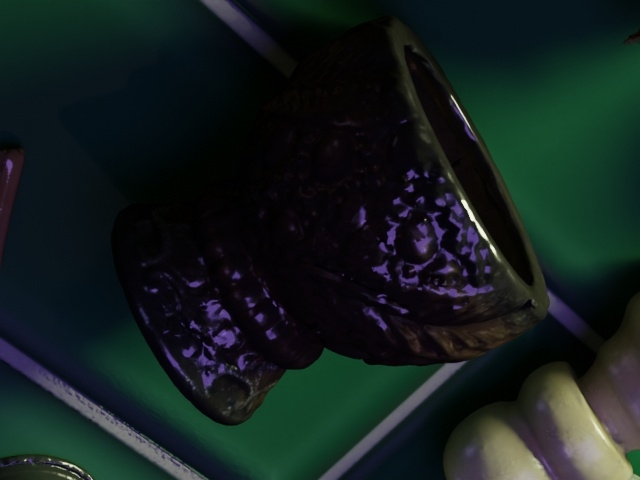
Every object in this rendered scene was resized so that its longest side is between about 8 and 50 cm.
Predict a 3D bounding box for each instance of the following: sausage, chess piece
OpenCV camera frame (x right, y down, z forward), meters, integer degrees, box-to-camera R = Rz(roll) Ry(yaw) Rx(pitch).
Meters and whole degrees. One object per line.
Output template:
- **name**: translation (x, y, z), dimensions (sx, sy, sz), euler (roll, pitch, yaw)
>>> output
- **sausage**: translation (-0.251, -0.021, 1.473), dimensions (0.026, 0.026, 0.116), euler (6, 118, -22)
- **chess piece**: translation (0.249, 0.158, 1.687), dimensions (0.299, 0.167, 0.167), euler (-31, 126, 7)

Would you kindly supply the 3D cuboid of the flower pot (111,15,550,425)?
- **flower pot**: translation (0.000, 0.000, 1.443), dimensions (0.267, 0.267, 0.266), euler (-27, 126, 12)

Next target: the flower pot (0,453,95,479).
- **flower pot**: translation (-0.248, 0.274, 1.612), dimensions (0.157, 0.107, 0.157), euler (-9, 121, -14)

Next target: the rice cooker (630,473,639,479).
- **rice cooker**: translation (0.280, 0.310, 1.804), dimensions (0.145, 0.127, 0.206), euler (-32, 134, 1)

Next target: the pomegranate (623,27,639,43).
- **pomegranate**: translation (0.343, -0.211, 1.452), dimensions (0.210, 0.210, 0.235), euler (26, 117, -30)
